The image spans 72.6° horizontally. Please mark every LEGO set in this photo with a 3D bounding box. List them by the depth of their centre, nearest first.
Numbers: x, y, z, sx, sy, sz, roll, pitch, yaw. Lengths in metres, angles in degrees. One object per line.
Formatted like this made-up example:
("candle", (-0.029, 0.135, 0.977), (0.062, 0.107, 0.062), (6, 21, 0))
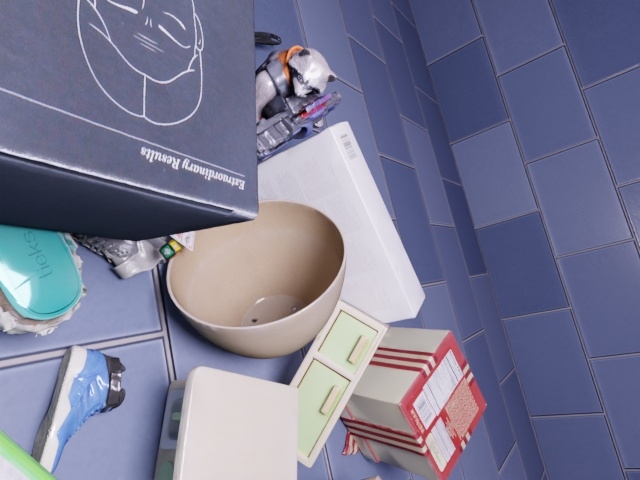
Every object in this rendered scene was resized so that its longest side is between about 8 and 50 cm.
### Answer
("LEGO set", (-0.250, -0.081, 0.685), (0.182, 0.060, 0.244), (43, 20, -34))

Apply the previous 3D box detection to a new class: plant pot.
("plant pot", (-0.091, 0.089, 0.749), (0.284, 0.284, 0.191), (-71, 160, -44))

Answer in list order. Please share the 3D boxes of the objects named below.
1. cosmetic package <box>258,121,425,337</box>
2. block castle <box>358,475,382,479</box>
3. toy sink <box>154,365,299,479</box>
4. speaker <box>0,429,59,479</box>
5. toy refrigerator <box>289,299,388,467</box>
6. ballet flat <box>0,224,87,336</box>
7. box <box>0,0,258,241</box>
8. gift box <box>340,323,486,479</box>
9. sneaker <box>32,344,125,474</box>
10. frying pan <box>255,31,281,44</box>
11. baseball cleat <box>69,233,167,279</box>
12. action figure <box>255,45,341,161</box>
("cosmetic package", (0.000, 0.000, 0.869), (0.377, 0.284, 0.097), (65, 30, -9))
("block castle", (-0.047, 0.525, 0.613), (0.453, 0.213, 0.303), (31, 38, -53))
("toy sink", (-0.152, 0.287, 0.645), (0.234, 0.131, 0.152), (34, 47, -49))
("speaker", (-0.323, 0.261, 0.412), (0.296, 0.131, 0.131), (57, 35, -19))
("toy refrigerator", (0.013, 0.247, 0.778), (0.269, 0.102, 0.094), (-60, 166, -3))
("ballet flat", (-0.387, -0.084, 0.468), (0.147, 0.147, 0.408), (-25, 105, -57))
("box", (-0.233, -0.217, 0.420), (0.293, 0.212, 0.395), (14, 71, -57))
("gift box", (0.162, 0.348, 0.965), (0.276, 0.258, 0.255), (-33, 104, -36))
("sneaker", (-0.292, 0.214, 0.544), (0.085, 0.058, 0.152), (28, 45, -35))
("frying pan", (-0.220, -0.498, 1.012), (0.197, 0.053, 0.326), (55, 37, -23))
("baseball cleat", (-0.305, -0.002, 0.622), (0.206, 0.072, 0.109), (11, 65, -52))
("action figure", (-0.126, -0.226, 0.759), (0.178, 0.330, 0.341), (59, 35, -16))
